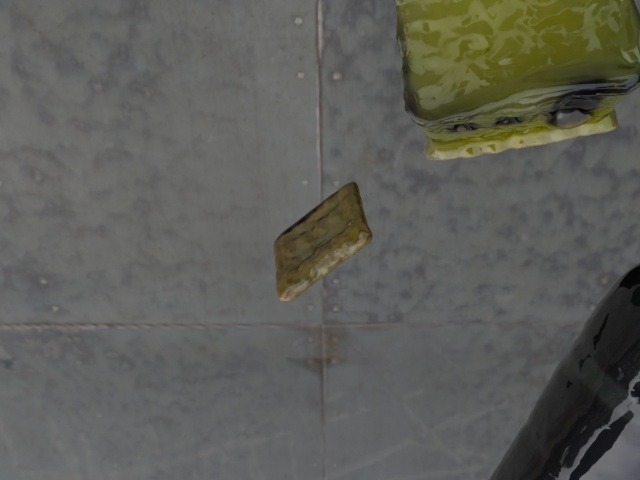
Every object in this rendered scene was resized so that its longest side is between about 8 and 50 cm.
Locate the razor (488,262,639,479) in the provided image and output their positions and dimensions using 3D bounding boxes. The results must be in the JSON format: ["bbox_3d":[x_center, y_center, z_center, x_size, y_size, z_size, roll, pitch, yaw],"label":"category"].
[{"bbox_3d":[0.199,0.175,0.477,0.204,0.113,0.349,15,120,-12],"label":"razor"}]

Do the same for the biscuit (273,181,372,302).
[{"bbox_3d":[0.000,0.000,0.553,0.083,0.081,0.018,-38,117,15],"label":"biscuit"}]

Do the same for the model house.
[{"bbox_3d":[0.177,-0.173,0.716,0.193,0.174,0.234,-10,175,13],"label":"model house"}]
